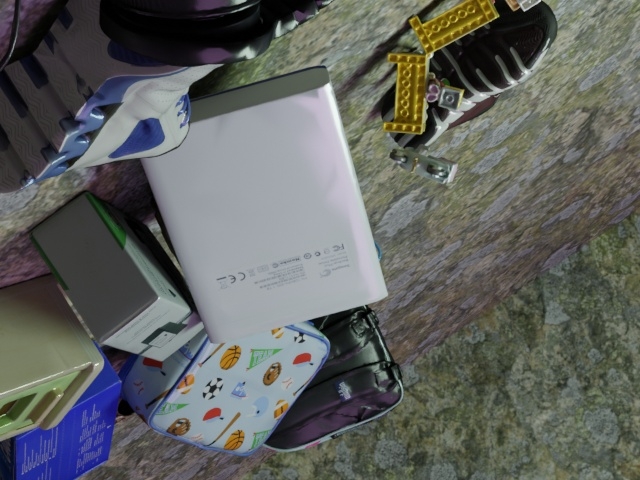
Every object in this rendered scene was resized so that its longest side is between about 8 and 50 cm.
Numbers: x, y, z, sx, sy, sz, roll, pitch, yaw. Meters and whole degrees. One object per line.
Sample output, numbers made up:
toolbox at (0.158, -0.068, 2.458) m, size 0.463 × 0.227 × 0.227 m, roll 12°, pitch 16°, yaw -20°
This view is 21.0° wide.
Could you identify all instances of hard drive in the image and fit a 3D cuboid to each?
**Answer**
hard drive at (-0.060, -0.031, 1.857) m, size 0.210 × 0.040 × 0.318 m, roll -15°, pitch 133°, yaw 1°

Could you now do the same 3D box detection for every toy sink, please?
toy sink at (-0.350, 0.144, 1.993) m, size 0.234 × 0.131 × 0.153 m, roll -18°, pitch 158°, yaw -47°

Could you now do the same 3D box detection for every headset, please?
headset at (-0.131, -0.240, 1.250) m, size 0.394 × 0.185 × 0.243 m, roll -31°, pitch 130°, yaw -13°

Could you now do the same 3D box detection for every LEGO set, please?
LEGO set at (0.156, -0.217, 2.040) m, size 0.287 × 0.132 × 0.107 m, roll -64°, pitch 174°, yaw 15°

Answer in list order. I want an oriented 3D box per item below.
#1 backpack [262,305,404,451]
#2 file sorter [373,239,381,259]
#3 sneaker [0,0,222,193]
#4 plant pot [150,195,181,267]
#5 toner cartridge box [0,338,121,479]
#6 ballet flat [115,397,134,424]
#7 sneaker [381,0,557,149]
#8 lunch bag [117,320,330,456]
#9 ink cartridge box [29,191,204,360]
backpack at (-0.026, 0.197, 2.653) m, size 0.253 × 0.225 × 0.191 m, roll -26°, pitch -168°, yaw -7°
file sorter at (0.000, 0.000, 2.329) m, size 0.104 × 0.118 × 0.170 m, roll -41°, pitch 164°, yaw 5°
sneaker at (-0.161, -0.159, 1.537) m, size 0.315 × 0.127 × 0.182 m, roll -35°, pitch 170°, yaw 25°
plant pot at (-0.095, -0.033, 1.976) m, size 0.165 × 0.167 × 0.167 m, roll -27°, pitch 165°, yaw 3°
toner cartridge box at (-0.375, 0.266, 2.412) m, size 0.165 × 0.075 × 0.348 m, roll -28°, pitch 163°, yaw -21°
ballet flat at (-0.251, 0.207, 2.523) m, size 0.250 × 0.058 × 0.084 m, roll -44°, pitch 164°, yaw 29°
sneaker at (0.209, -0.224, 2.158) m, size 0.281 × 0.106 × 0.162 m, roll -35°, pitch 174°, yaw 38°
lunch bag at (-0.128, 0.172, 2.424) m, size 0.243 × 0.115 × 0.303 m, roll -56°, pitch 146°, yaw 7°
ink cartridge box at (-0.220, 0.045, 1.933) m, size 0.087 × 0.153 × 0.208 m, roll -37°, pitch 165°, yaw 4°
